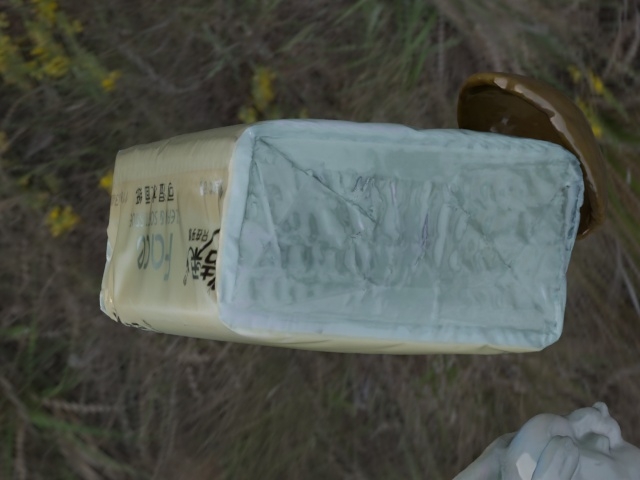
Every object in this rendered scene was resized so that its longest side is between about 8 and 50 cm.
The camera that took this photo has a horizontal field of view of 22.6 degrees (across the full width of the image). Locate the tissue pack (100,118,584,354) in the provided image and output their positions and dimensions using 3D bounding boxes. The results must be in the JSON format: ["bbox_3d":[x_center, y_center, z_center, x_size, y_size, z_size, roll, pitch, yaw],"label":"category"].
[{"bbox_3d":[0.000,0.000,1.522,0.331,0.405,0.205,5,87,-22],"label":"tissue pack"}]

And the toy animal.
[{"bbox_3d":[0.248,0.293,1.578,0.249,0.289,0.174,40,123,14],"label":"toy animal"}]

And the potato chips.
[{"bbox_3d":[0.212,-0.086,1.514,0.062,0.195,0.208,-43,124,-17],"label":"potato chips"}]
